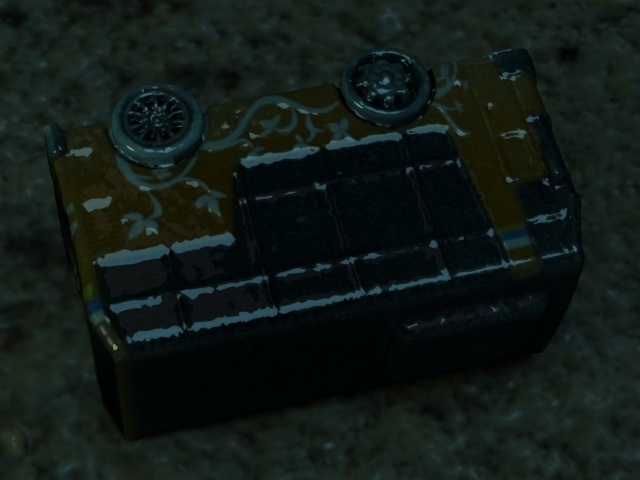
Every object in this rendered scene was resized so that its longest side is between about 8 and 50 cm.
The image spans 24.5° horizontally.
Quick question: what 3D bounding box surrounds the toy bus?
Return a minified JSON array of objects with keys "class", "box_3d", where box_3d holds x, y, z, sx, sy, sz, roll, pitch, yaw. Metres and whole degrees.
[{"class":"toy bus","box_3d":[0.000,0.000,0.818,0.275,0.138,0.167,-12,62,-11]}]
